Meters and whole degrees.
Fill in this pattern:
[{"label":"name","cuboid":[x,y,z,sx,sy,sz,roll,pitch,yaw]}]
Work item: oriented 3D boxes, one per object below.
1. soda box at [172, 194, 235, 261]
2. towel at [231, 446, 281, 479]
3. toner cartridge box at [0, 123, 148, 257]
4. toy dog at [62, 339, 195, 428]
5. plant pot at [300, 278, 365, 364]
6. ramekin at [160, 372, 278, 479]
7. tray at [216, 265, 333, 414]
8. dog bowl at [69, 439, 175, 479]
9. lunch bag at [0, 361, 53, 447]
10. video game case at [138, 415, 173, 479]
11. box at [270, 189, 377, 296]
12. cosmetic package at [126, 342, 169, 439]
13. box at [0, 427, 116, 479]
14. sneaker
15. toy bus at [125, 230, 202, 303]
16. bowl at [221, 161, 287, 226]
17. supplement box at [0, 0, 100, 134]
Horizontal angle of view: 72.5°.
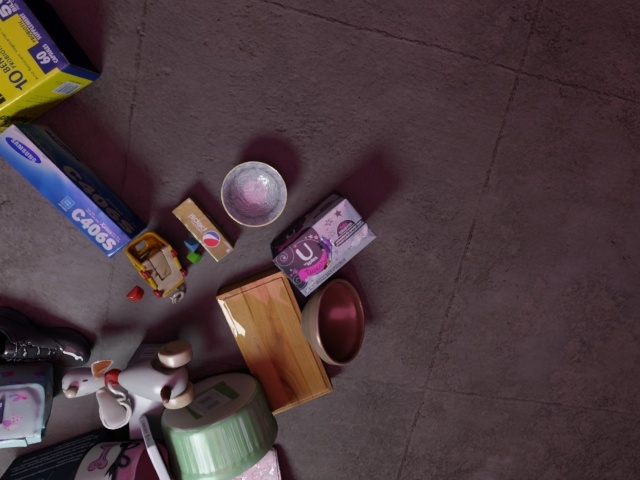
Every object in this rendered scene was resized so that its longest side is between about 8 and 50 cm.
[{"label":"soda box","cuboid":[-0.314,-0.033,1.181,0.061,0.058,0.181,-38,105,2]},{"label":"towel","cuboid":[-0.274,0.838,1.351,0.331,0.053,0.317,-11,83,-7]},{"label":"toner cartridge box","cuboid":[-0.594,-0.123,1.066,0.075,0.165,0.348,-41,106,2]},{"label":"toy dog","cuboid":[-0.468,0.366,1.075,0.333,0.161,0.220,-25,103,1]},{"label":"plant pot","cuboid":[0.020,0.229,1.236,0.109,0.237,0.237,-9,109,35]},{"label":"ramekin","cuboid":[-0.280,0.494,1.189,0.303,0.303,0.148,-14,102,-4]},{"label":"tray","cuboid":[-0.128,0.296,1.279,0.202,0.076,0.411,-21,106,-2]},{"label":"dog bowl","cuboid":[-0.488,0.724,1.153,0.150,0.408,0.408,-18,105,-3]},{"label":"lunch bag","cuboid":[-0.805,0.425,1.094,0.223,0.262,0.160,2,104,-26]},{"label":"video game case","cuboid":[-0.411,0.572,1.118,0.023,0.183,0.201,-22,102,-26]},{"label":"box","cuboid":[0.000,0.000,1.176,0.247,0.163,0.142,-41,107,3]},{"label":"cosmetic package","cuboid":[-0.478,0.425,1.235,0.107,0.127,0.238,0,105,-6]},{"label":"box","cuboid":[-0.715,0.738,1.139,0.293,0.395,0.212,-18,105,-3]},{"label":"sneaker","cuboid":[-0.767,0.282,1.159,0.286,0.130,0.109,22,98,-13]},{"label":"toy bus","cuboid":[-0.434,0.067,1.158,0.104,0.191,0.202,35,106,23]},{"label":"bowl","cuboid":[-0.176,-0.128,1.165,0.170,0.080,0.170,-2,104,-8]},{"label":"supplement box","cuboid":[-0.728,-0.369,0.972,0.356,0.195,0.194,-33,105,1]}]
